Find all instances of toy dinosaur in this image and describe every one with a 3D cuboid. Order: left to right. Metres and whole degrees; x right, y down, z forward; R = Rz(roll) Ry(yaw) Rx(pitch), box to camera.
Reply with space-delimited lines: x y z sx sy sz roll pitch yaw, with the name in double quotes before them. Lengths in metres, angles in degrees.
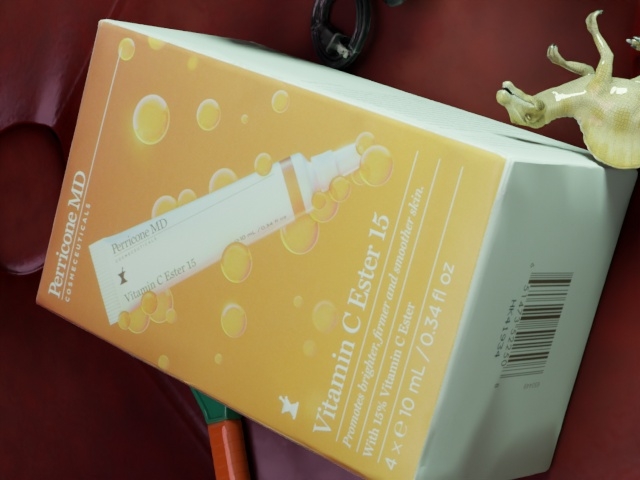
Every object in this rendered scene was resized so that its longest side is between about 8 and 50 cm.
"toy dinosaur" 0.200 -0.085 0.905 0.183 0.053 0.092 11 77 5

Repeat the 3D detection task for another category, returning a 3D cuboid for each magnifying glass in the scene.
"magnifying glass" -0.079 0.120 1.175 0.092 0.026 0.231 -18 75 39

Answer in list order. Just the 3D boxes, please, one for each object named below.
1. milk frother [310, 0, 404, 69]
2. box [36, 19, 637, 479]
"milk frother" -0.011 -0.199 1.045 0.129 0.135 0.143 -131 59 -67
"box" 0.000 0.000 0.995 0.345 0.168 0.215 22 103 36
